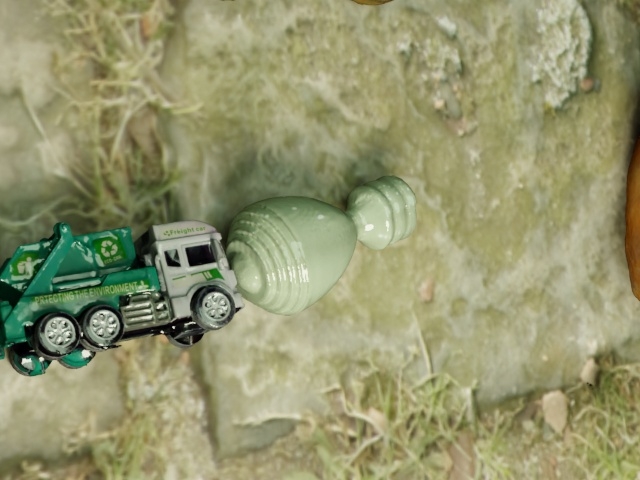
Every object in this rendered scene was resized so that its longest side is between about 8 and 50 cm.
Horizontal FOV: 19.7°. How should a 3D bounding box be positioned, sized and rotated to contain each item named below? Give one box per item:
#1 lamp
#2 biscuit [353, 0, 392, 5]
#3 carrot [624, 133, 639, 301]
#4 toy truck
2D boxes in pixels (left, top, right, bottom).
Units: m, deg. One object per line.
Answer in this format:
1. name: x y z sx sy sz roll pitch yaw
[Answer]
1. lamp: 0.000 0.000 1.664 0.193 0.106 0.106 -21 97 -34
2. biscuit: 0.042 -0.371 1.724 0.197 0.049 0.301 -6 91 -22
3. carrot: 0.372 -0.037 1.812 0.159 0.159 0.225 15 92 -23
4. toy truck: -0.181 0.040 1.573 0.216 0.110 0.116 -10 81 -24
